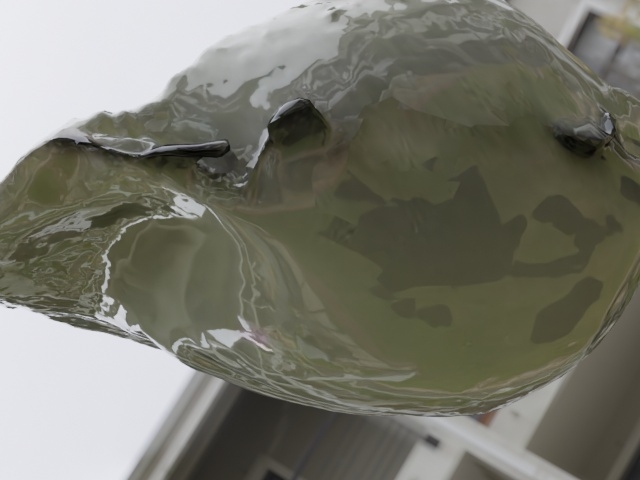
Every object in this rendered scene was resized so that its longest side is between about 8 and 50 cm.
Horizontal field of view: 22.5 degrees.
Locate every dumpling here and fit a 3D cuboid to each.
[{"bbox_3d":[0.001,-0.005,0.615,0.227,0.243,0.175,-46,21,55],"label":"dumpling"}]
